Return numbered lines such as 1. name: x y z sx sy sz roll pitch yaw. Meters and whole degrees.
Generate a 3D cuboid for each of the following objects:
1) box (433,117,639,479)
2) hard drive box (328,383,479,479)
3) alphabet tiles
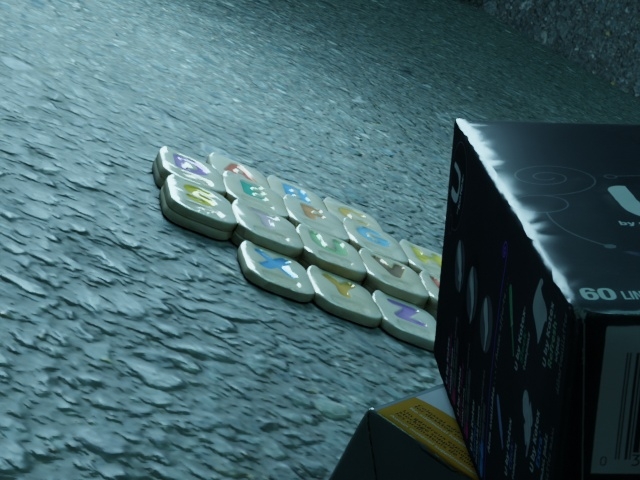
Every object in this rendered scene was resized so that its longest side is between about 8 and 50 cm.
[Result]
1. box: 0.154 0.045 0.681 0.165 0.143 0.270 1 19 -6
2. hard drive box: 0.124 0.155 0.796 0.181 0.089 0.232 33 17 21
3. alphabet tiles: 0.000 0.000 1.225 0.284 0.021 0.278 21 16 -17
